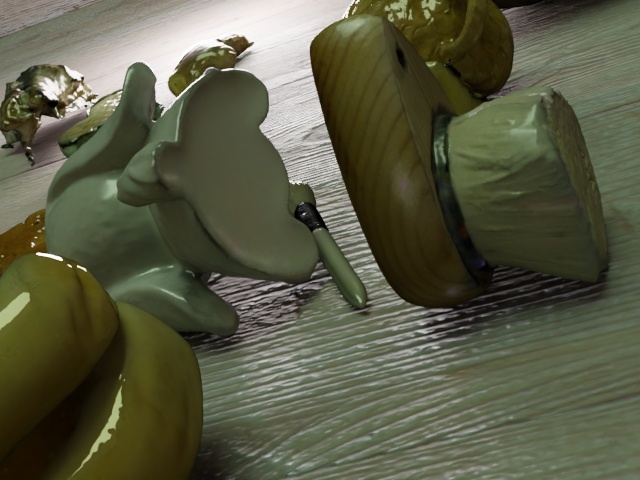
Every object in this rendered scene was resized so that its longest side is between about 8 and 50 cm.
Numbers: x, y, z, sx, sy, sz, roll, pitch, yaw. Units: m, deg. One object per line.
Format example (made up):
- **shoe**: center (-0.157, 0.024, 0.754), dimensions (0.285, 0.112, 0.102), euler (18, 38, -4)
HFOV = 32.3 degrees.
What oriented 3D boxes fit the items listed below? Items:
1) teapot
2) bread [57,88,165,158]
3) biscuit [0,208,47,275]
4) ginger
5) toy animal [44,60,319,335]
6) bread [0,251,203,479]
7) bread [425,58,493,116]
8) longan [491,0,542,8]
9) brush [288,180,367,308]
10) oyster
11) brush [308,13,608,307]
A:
- **teapot**: center (0.127, -0.255, 1.283), dimensions (0.203, 0.167, 0.311), euler (5, -4, -11)
- **bread**: center (-0.313, -0.187, 1.752), dimensions (0.173, 0.064, 0.232), euler (-13, 27, 22)
- **biscuit**: center (-0.343, 0.016, 1.380), dimensions (0.184, 0.035, 0.249), euler (-36, 27, -26)
- **ginger**: center (-0.176, -0.311, 1.880), dimensions (0.131, 0.086, 0.294), euler (-38, 12, 23)
- **toy animal**: center (-0.166, -0.025, 1.084), dimensions (0.265, 0.271, 0.206), euler (-20, -6, 40)
- **bread**: center (-0.296, 0.141, 0.803), dimensions (0.424, 0.245, 0.329), euler (-18, 23, 21)
- **bread**: center (0.116, -0.140, 1.226), dimensions (0.147, 0.127, 0.152), euler (-4, 13, 37)
- **longan**: center (0.262, -0.532, 1.548), dimensions (0.436, 0.404, 0.404), euler (-19, 24, 7)
- **brush**: center (0.000, 0.000, 1.098), dimensions (0.039, 0.042, 0.299), euler (-19, 24, -5)
- **oyster**: center (-0.497, -0.225, 1.924), dimensions (0.198, 0.133, 0.337), euler (-29, 18, 4)
- **brush**: center (0.110, -0.074, 0.870), dimensions (0.166, 0.266, 0.174), euler (-17, 35, 24)
